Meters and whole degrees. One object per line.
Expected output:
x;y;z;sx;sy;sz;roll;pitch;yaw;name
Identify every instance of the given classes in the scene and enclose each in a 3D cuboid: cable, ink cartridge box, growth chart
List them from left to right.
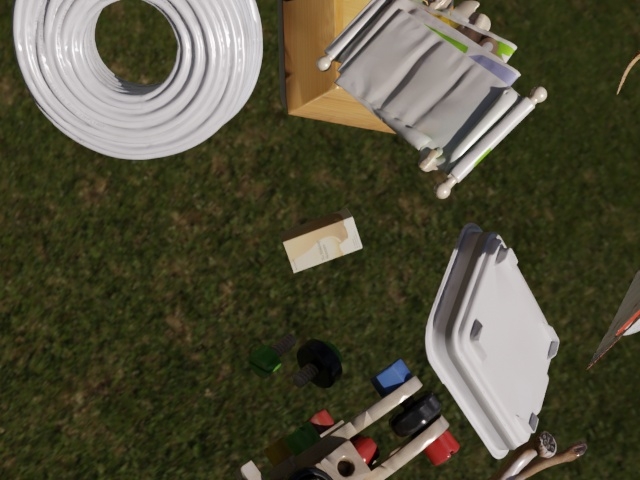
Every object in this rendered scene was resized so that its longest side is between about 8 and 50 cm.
-0.191;-0.211;0.989;0.257;0.257;0.089;5;23;3;cable
0.110;-0.171;0.949;0.172;0.021;0.237;-40;61;-4;growth chart
0.451;0.065;1.231;0.066;0.189;0.232;33;47;5;ink cartridge box

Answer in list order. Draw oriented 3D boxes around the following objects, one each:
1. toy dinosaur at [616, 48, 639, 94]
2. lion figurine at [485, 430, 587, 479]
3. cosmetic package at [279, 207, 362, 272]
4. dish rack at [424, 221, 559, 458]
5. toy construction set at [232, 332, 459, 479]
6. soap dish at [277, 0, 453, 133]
0.441;-0.260;1.169;0.064;0.211;0.112;42;77;-11;toy dinosaur
0.183;0.398;1.118;0.142;0.240;0.392;48;42;2;lion figurine
0.000;0.000;1.454;0.041;0.115;0.060;-118;-172;-64;cosmetic package
0.296;0.163;1.534;0.332;0.072;0.285;56;44;-34;dish rack
0.011;0.292;1.024;0.237;0.258;0.308;-36;109;-34;toy construction set
0.077;-0.278;1.361;0.291;0.118;0.228;4;81;-40;soap dish
